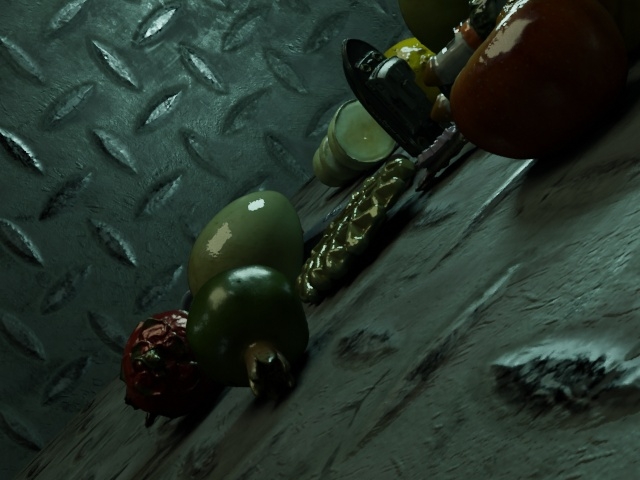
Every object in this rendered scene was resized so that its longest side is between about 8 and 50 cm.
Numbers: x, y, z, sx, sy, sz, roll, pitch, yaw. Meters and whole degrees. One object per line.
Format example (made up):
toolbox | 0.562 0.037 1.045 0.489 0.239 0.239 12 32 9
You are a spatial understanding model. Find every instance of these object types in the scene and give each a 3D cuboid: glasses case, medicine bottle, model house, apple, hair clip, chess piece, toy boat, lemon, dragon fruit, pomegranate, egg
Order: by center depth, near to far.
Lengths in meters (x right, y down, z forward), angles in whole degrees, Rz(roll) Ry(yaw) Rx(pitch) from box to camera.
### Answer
apple | 0.272 -0.197 1.164 0.210 0.173 0.235 -51 0 -14
pomegranate | -0.097 0.141 1.340 0.187 0.187 0.225 -44 32 5
hair clip | 0.253 -0.186 1.603 0.292 0.084 0.106 -45 -12 32
dragon fruit | -0.266 0.224 1.684 0.193 0.192 0.274 -16 -11 -6
model house | 0.292 -0.348 1.800 0.301 0.190 0.271 -40 10 36
egg | -0.139 0.030 1.838 0.218 0.218 0.295 -29 36 64
medicine bottle | 0.159 -0.144 1.911 0.057 0.057 0.199 -42 7 15
glasses case | 0.000 0.000 1.930 0.282 0.067 0.109 -35 9 44
toy boat | 0.149 -0.310 1.964 0.114 0.296 0.122 -49 12 -30
apple | 0.359 -0.525 2.012 0.320 0.311 0.360 -55 12 10
lemon | 0.244 -0.422 2.427 0.204 0.204 0.260 -48 9 -24
chess piece | 0.074 -0.244 2.562 0.182 0.182 0.330 -47 2 -22

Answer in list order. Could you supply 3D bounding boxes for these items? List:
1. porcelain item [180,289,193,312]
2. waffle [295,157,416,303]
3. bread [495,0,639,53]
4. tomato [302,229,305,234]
porcelain item | -0.206 0.119 2.025 0.141 0.141 0.259 -42 -7 20
waffle | 0.056 -0.020 1.661 0.309 0.056 0.292 -53 6 -8
bread | 0.363 -0.316 1.312 0.240 0.139 0.240 -19 11 4
tomato | -0.111 -0.007 2.112 0.173 0.099 0.189 -15 -15 24
